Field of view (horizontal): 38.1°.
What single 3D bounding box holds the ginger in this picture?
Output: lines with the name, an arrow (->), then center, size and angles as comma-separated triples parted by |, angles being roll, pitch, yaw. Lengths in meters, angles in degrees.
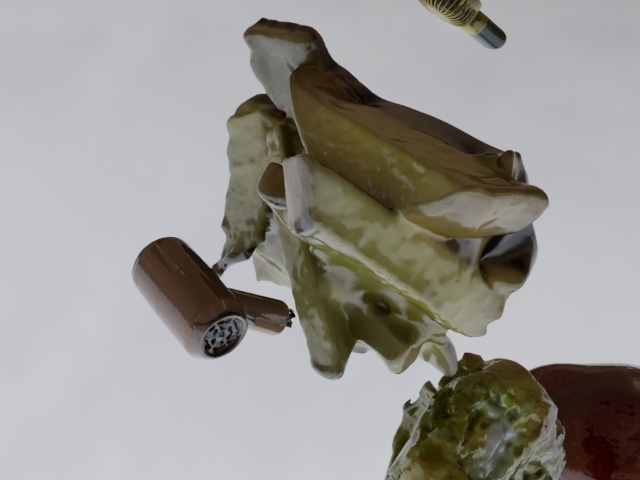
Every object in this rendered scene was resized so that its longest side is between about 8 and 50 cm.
ginger -> 0.000, 0.000, 0.868 | 0.358, 0.413, 0.211 | 40, -123, 8

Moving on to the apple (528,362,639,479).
apple -> 0.441, 0.320, 1.419 | 0.316, 0.288, 0.288 | 8, -160, 25

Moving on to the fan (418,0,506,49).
fan -> 0.184, -0.287, 1.182 | 0.155, 0.039, 0.082 | 27, -171, -38

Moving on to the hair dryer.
hair dryer -> -0.078, 0.063, 0.855 | 0.181, 0.064, 0.117 | 19, -161, -50

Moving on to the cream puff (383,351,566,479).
cream puff -> 0.142, 0.257, 1.017 | 0.281, 0.282, 0.185 | -12, -156, -44
